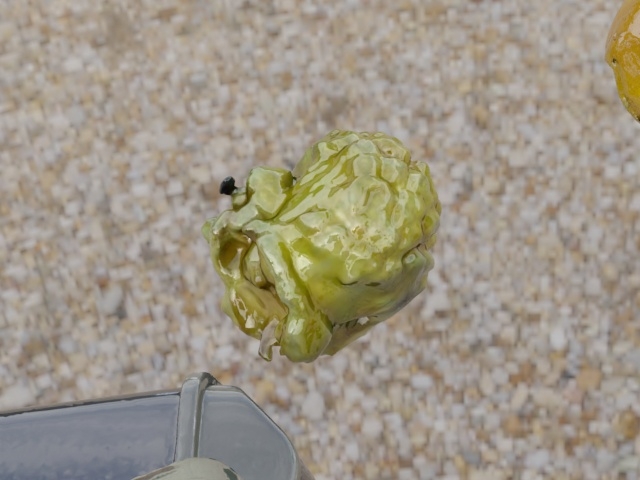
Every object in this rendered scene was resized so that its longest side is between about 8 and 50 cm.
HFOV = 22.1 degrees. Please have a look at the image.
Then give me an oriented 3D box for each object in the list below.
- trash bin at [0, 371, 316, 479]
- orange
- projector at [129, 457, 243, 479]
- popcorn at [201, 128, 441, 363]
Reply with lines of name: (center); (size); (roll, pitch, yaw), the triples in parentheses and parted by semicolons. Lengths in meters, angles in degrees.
trash bin: (-0.138, 0.207, 1.194); (0.290, 0.209, 0.182); (-6, 60, 11)
orange: (0.313, -0.157, 1.412); (0.134, 0.154, 0.154); (-17, 46, 4)
projector: (-0.097, 0.240, 0.558); (0.257, 0.259, 0.079); (-23, 10, -4)
popcorn: (0.000, 0.002, 1.361); (0.189, 0.218, 0.169); (-29, 78, -24)
